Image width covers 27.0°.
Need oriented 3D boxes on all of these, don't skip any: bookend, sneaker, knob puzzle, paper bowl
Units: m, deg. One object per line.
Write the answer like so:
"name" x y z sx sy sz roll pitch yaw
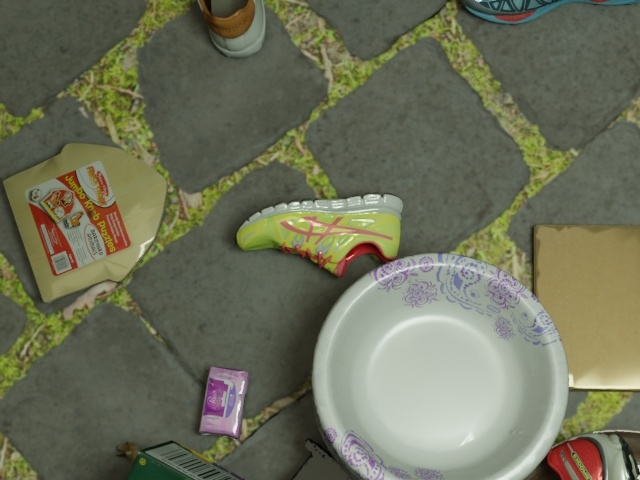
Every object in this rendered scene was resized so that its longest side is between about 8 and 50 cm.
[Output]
"bookend" 0.003 0.339 1.535 0.156 0.072 0.157 37 83 13
"sneaker" 0.304 0.353 1.457 0.118 0.107 0.279 -12 72 22
"knob puzzle" -0.280 -0.034 1.670 0.213 0.030 0.213 -1 76 6
"paper bowl" 0.131 0.167 1.515 0.284 0.148 0.284 0 72 0
"sneaker" 0.294 -0.345 1.639 0.262 0.125 0.104 -10 76 3
"sneaker" -0.123 -0.387 1.692 0.106 0.123 0.290 -14 75 4
"sneaker" 0.000 0.000 1.611 0.208 0.081 0.094 -7 79 3

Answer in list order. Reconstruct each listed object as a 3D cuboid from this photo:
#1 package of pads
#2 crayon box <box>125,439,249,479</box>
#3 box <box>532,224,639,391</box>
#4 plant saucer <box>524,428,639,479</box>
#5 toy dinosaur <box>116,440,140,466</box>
"package of pads" -0.115 0.196 1.600 0.050 0.032 0.083 7 78 6
"crayon box" -0.089 0.442 1.449 0.363 0.106 0.313 25 96 16
"box" 0.337 0.081 1.590 0.164 0.021 0.201 1 77 6
"plant saucer" 0.340 0.371 1.508 0.310 0.050 0.311 -1 77 4
"toy dinosaur" -0.171 0.295 1.572 0.183 0.053 0.093 20 78 10
